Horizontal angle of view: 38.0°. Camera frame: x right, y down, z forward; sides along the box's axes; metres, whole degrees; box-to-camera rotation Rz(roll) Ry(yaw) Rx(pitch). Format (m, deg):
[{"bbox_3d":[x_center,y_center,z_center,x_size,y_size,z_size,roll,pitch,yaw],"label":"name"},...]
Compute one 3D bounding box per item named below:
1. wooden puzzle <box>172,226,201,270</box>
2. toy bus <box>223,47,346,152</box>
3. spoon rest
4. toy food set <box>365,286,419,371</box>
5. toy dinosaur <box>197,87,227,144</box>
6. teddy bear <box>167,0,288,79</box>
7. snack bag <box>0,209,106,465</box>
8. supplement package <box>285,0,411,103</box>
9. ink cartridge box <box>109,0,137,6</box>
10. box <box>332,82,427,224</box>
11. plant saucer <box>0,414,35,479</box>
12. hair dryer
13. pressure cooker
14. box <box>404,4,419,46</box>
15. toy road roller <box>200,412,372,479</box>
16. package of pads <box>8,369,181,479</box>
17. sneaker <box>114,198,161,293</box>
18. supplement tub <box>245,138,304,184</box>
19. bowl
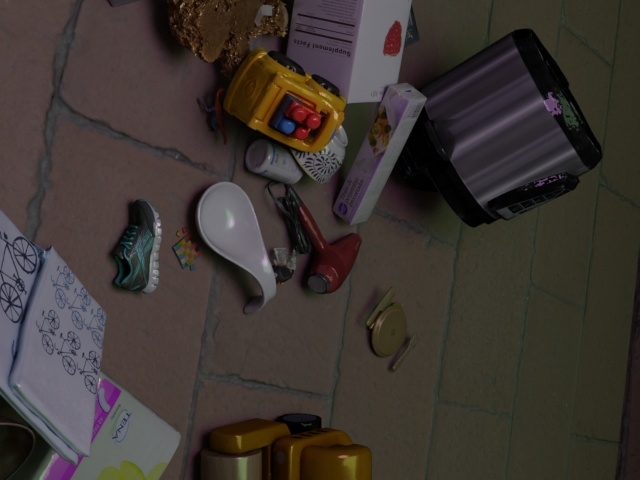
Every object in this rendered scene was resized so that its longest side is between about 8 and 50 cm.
[{"bbox_3d":[-0.248,0.019,1.722,0.049,0.006,0.083,-45,123,-38],"label":"wooden puzzle"},{"bbox_3d":[-0.037,-0.229,1.688,0.220,0.211,0.149,23,104,-32],"label":"toy bus"},{"bbox_3d":[-0.152,0.016,1.773,0.137,0.084,0.276,-45,123,-38],"label":"spoon rest"},{"bbox_3d":[0.157,0.207,2.169,0.132,0.039,0.192,-50,131,-26],"label":"toy food set"},{"bbox_3d":[-0.185,-0.241,1.737,0.047,0.090,0.082,-32,159,-32],"label":"toy dinosaur"},{"bbox_3d":[-0.172,-0.432,1.735,0.338,0.113,0.245,-55,141,-37],"label":"teddy bear"},{"bbox_3d":[-0.428,0.109,1.363,0.342,0.037,0.323,58,14,-34],"label":"snack bag"},{"bbox_3d":[0.060,-0.436,1.868,0.178,0.175,0.292,-14,118,-52],"label":"supplement package"},{"bbox_3d":[-0.298,-0.522,1.586,0.212,0.093,0.154,-51,126,-37],"label":"ink cartridge box"},{"bbox_3d":[0.121,-0.178,1.956,0.067,0.063,0.324,-16,140,-45],"label":"box"},{"bbox_3d":[-0.539,0.315,1.243,0.311,0.310,0.050,-7,55,-48],"label":"plant saucer"},{"bbox_3d":[0.000,0.000,1.943,0.294,0.080,0.223,16,73,-53],"label":"hair dryer"},{"bbox_3d":[0.385,-0.236,2.139,0.370,0.420,0.375,50,22,-30],"label":"pressure cooker"},{"bbox_3d":[0.121,-0.505,2.082,0.233,0.059,0.183,-33,113,-43],"label":"box"},{"bbox_3d":[-0.049,0.455,1.783,0.330,0.241,0.202,-1,92,-48],"label":"toy road roller"},{"bbox_3d":[-0.379,0.384,1.514,0.229,0.101,0.296,49,57,-37],"label":"package of pads"},{"bbox_3d":[-0.319,0.011,1.603,0.076,0.065,0.166,-1,90,-44],"label":"sneaker"},{"bbox_3d":[-0.090,-0.156,1.846,0.107,0.071,0.071,18,77,-48],"label":"supplement tub"},{"bbox_3d":[0.003,-0.207,1.888,0.170,0.080,0.170,47,27,-32],"label":"bowl"}]
